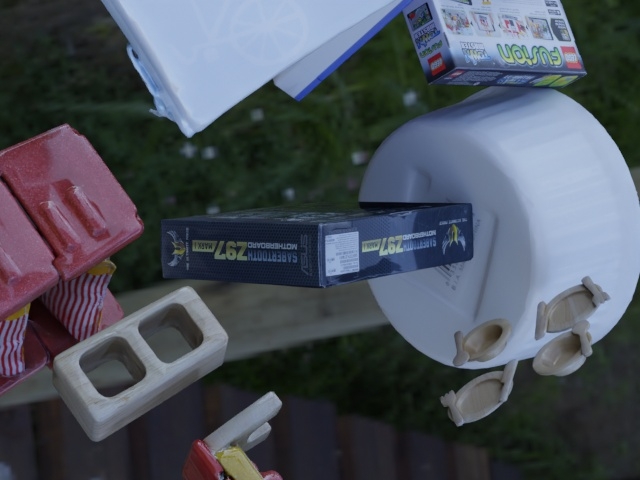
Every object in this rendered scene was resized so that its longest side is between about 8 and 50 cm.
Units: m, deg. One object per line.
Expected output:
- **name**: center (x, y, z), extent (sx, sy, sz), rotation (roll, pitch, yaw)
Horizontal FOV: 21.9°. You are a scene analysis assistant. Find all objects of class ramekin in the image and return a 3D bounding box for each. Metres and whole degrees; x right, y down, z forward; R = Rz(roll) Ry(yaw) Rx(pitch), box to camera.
- **ramekin**: center (0.162, -0.008, 1.606), extent (0.135, 0.277, 0.277), rotation (-16, 96, -41)

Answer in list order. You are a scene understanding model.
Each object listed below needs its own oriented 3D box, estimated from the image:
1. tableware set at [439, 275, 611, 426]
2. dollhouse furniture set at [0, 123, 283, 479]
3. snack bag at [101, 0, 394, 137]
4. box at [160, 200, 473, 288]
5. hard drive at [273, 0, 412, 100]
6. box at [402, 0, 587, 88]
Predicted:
- **tableware set**: center (0.175, 0.092, 1.426), extent (0.020, 0.169, 0.141), rotation (55, 20, -21)
- **dollhouse furniture set**: center (-0.161, 0.119, 1.259), extent (0.374, 0.152, 0.201), rotation (53, -24, 16)
- **snack bag**: center (-0.014, -0.258, 0.889), extent (0.323, 0.342, 0.037), rotation (57, 1, -34)
- **box**: center (0.000, 0.000, 1.486), extent (0.233, 0.183, 0.059), rotation (-8, 98, -52)
- **hard drive**: center (0.079, -0.284, 1.429), extent (0.040, 0.319, 0.210), rotation (34, 34, -26)
- **box**: center (0.158, -0.200, 1.529), extent (0.207, 0.036, 0.114), rotation (-4, 72, -47)
